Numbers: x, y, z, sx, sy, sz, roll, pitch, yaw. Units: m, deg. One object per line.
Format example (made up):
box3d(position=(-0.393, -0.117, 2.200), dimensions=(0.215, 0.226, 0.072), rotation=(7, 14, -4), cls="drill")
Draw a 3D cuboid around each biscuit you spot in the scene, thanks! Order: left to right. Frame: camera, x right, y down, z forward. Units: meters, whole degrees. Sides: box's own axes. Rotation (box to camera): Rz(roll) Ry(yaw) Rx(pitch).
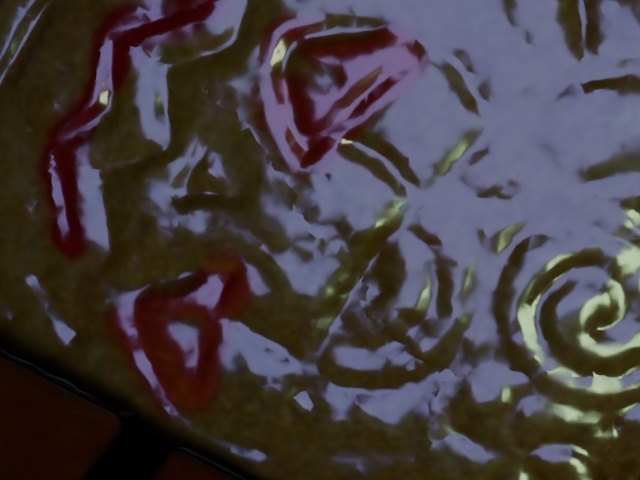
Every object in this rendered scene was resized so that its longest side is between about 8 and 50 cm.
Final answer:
box3d(position=(0.000, 0.000, 0.559), dimensions=(0.257, 0.049, 0.273), rotation=(32, 109, 5), cls="biscuit")

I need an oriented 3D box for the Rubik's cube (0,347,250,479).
box3d(position=(-0.111, 0.232, 0.496), dimensions=(0.293, 0.283, 0.288), rotation=(27, 116, 8), cls="Rubik's cube")
